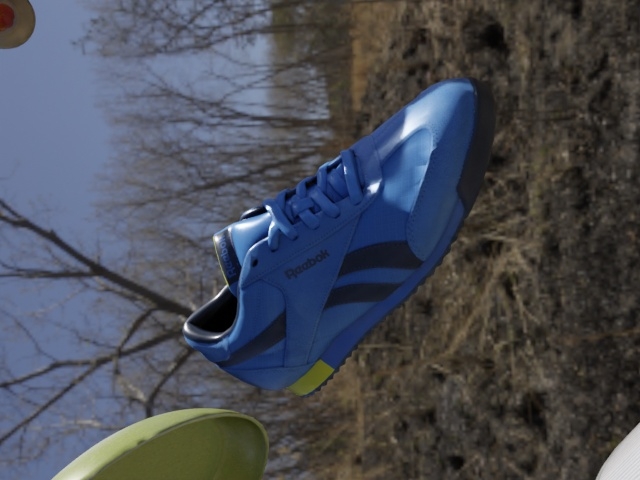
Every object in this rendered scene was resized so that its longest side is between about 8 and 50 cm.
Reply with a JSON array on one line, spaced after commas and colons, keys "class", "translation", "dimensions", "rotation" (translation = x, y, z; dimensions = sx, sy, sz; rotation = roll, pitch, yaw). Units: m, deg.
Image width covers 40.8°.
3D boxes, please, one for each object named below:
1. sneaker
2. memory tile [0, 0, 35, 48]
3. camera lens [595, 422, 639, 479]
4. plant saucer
[{"class": "sneaker", "translation": [0.000, 0.000, 0.411], "dimensions": [0.209, 0.082, 0.069], "rotation": [-53, 23, 36]}, {"class": "memory tile", "translation": [-0.194, -0.200, 0.512], "dimensions": [0.148, 0.113, 0.012], "rotation": [-57, 9, 5]}, {"class": "camera lens", "translation": [0.275, 0.157, 0.460], "dimensions": [0.274, 0.219, 0.219], "rotation": [87, -177, -60]}, {"class": "plant saucer", "translation": [-0.141, 0.207, 0.622], "dimensions": [0.037, 0.241, 0.241], "rotation": [40, 156, 30]}]
